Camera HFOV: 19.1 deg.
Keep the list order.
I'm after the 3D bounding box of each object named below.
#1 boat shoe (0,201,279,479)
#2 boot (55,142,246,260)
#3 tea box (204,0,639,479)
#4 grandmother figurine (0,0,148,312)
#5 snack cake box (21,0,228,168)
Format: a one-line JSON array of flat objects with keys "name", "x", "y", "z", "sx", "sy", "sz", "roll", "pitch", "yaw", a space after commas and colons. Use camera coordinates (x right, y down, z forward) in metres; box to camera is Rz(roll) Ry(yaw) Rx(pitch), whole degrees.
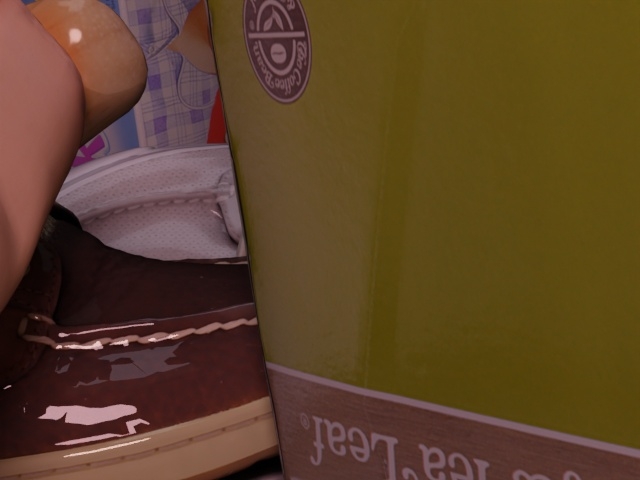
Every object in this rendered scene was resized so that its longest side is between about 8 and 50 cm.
[{"name": "boat shoe", "x": -0.132, "y": 0.023, "z": 0.627, "sx": 0.342, "sy": 0.123, "sz": 0.123, "roll": -8, "pitch": 9, "yaw": -1}, {"name": "boot", "x": 0.000, "y": 0.000, "z": 0.745, "sx": 0.258, "sy": 0.095, "sz": 0.123, "roll": -9, "pitch": 2, "yaw": -19}, {"name": "tea box", "x": 0.139, "y": -0.088, "z": 0.470, "sx": 0.220, "sy": 0.323, "sz": 0.329, "roll": -14, "pitch": 12, "yaw": -33}, {"name": "grandmother figurine", "x": -0.125, "y": 0.023, "z": 0.441, "sx": 0.104, "sy": 0.208, "sz": 0.342, "roll": -30, "pitch": 21, "yaw": 25}, {"name": "snack cake box", "x": -0.052, "y": -0.100, "z": 0.876, "sx": 0.152, "sy": 0.264, "sz": 0.089, "roll": -15, "pitch": 11, "yaw": -39}]
